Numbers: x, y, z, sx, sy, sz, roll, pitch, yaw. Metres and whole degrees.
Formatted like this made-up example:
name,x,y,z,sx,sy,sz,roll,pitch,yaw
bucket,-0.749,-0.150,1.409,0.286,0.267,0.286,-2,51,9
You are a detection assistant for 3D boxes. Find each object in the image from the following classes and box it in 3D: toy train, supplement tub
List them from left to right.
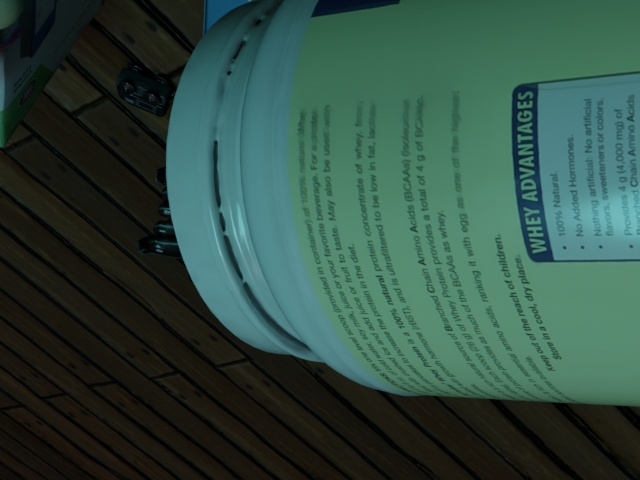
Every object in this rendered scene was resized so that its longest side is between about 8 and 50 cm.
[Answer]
name,x,y,z,sx,sy,sz,roll,pitch,yaw
toy train,-0.090,-0.094,1.025,0.158,0.027,0.036,24,150,3
supplement tub,0.111,-0.039,0.619,0.325,0.235,0.235,-2,138,37

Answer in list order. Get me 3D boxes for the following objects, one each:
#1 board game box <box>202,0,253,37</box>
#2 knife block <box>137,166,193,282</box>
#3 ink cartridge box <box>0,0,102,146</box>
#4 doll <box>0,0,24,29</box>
name,x,y,z,sx,sy,sz,roll,pitch,yaw
board game box,0.095,-0.128,0.796,0.336,0.079,0.253,22,147,7
knife block,0.000,0.000,1.028,0.276,0.088,0.242,15,166,-12
ink cartridge box,-0.211,-0.188,0.855,0.093,0.154,0.212,25,148,2
doll,-0.242,-0.124,0.777,0.189,0.046,0.129,-14,121,38
